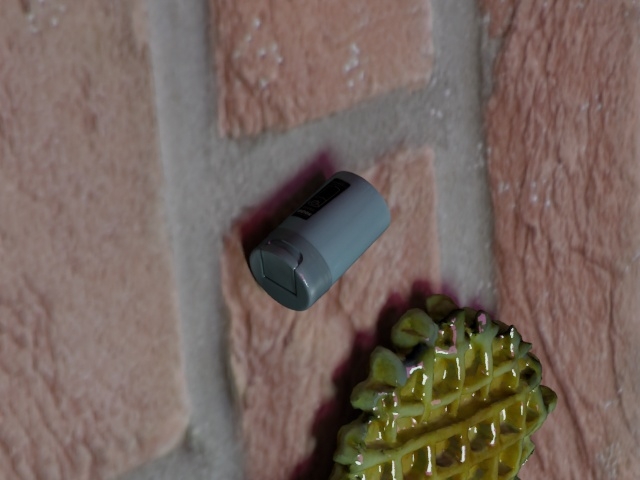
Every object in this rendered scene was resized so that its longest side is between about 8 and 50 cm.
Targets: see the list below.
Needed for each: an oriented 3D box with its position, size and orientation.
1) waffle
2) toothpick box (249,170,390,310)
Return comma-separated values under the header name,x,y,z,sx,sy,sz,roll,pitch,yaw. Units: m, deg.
name,x,y,z,sx,sy,sz,roll,pitch,yaw
waffle,0.085,0.145,1.394,0.208,0.054,0.214,-58,137,-14
toothpick box,0.000,0.000,1.259,0.083,0.052,0.052,-45,131,-29
